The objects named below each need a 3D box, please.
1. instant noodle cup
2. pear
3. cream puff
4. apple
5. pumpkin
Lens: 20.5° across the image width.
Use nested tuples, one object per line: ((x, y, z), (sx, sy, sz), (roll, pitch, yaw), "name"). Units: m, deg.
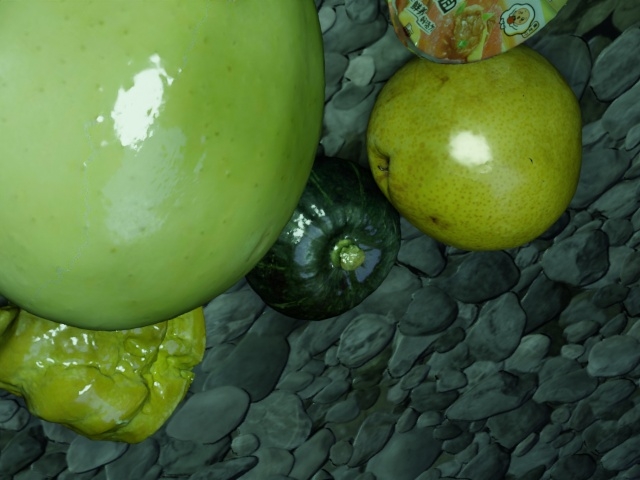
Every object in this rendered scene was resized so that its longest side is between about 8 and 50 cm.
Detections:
((0.113, -0.275, 1.518), (0.205, 0.153, 0.205), (-20, 139, -19), "instant noodle cup")
((0.142, -0.091, 1.675), (0.209, 0.209, 0.209), (-19, 137, -18), "pear")
((-0.202, 0.092, 1.652), (0.194, 0.194, 0.221), (-49, 142, 16), "cream puff")
((-0.158, -0.112, 1.357), (0.357, 0.357, 0.357), (-19, 137, -18), "apple")
((-0.002, -0.001, 1.727), (0.167, 0.125, 0.167), (-11, 135, -11), "pumpkin")
